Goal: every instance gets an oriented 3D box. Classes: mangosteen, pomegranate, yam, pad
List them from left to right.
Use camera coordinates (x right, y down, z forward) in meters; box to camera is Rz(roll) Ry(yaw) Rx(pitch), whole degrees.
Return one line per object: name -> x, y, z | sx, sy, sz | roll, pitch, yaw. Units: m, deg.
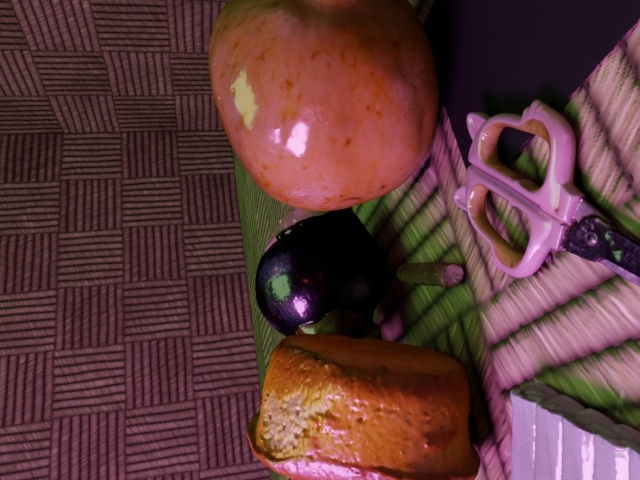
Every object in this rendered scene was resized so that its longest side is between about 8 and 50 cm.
pomegranate -> 0.007, -0.178, 0.648 | 0.307, 0.307, 0.307 | 176, 90, -76
mangosteen -> 0.009, 0.078, 0.828 | 0.243, 0.243, 0.243 | 176, 90, -76
yam -> 0.134, 0.042, 0.668 | 0.145, 0.032, 0.032 | 171, 95, -77
pad -> 0.179, -0.228, 0.459 | 0.367, 0.007, 0.248 | 114, 149, -62

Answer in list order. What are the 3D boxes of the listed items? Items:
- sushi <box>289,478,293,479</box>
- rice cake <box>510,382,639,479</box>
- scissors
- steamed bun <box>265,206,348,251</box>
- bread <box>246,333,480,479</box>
sushi -> 0.023, 0.443, 1.004 | 0.212, 0.147, 0.115 | -151, 58, -69
rice cake -> 0.206, 0.227, 0.415 | 0.189, 0.037, 0.198 | -178, 84, -76
scissors -> 0.196, -0.013, 0.417 | 0.317, 0.024, 0.160 | -123, 32, -57
steamed bun -> -0.036, 0.008, 1.052 | 0.212, 0.110, 0.231 | -28, 66, 44
bread -> 0.055, 0.191, 0.619 | 0.268, 0.268, 0.146 | -172, 89, -76
